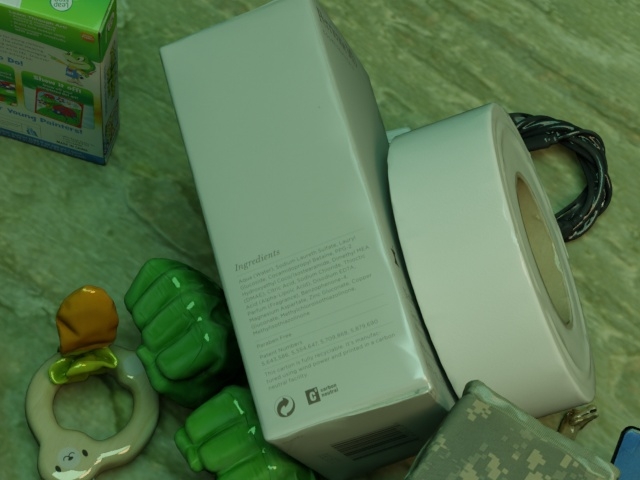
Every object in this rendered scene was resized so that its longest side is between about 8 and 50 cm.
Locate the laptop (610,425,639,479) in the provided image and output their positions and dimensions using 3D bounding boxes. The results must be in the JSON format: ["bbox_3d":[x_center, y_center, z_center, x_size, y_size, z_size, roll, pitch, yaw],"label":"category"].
[{"bbox_3d":[0.365,0.423,1.531,0.382,0.236,0.408,20,36,5],"label":"laptop"}]

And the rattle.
[{"bbox_3d":[-0.208,0.166,1.676,0.130,0.143,0.200,23,58,-13],"label":"rattle"}]

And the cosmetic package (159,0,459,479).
[{"bbox_3d":[0.000,0.000,1.659,0.156,0.217,0.385,-19,70,11],"label":"cosmetic package"}]

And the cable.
[{"bbox_3d":[0.203,-0.058,1.867,0.184,0.047,0.150,-32,66,-13],"label":"cable"}]

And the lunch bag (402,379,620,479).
[{"bbox_3d":[0.111,0.289,1.560,0.169,0.287,0.235,31,64,13],"label":"lunch bag"}]

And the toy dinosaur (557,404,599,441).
[{"bbox_3d":[0.188,0.213,1.739,0.183,0.053,0.093,-17,52,-20],"label":"toy dinosaur"}]

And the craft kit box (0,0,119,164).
[{"bbox_3d":[-0.316,-0.184,1.769,0.249,0.247,0.061,17,66,3],"label":"craft kit box"}]

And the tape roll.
[{"bbox_3d":[0.157,0.024,1.671,0.100,0.286,0.286,-19,65,14],"label":"tape roll"}]

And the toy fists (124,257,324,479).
[{"bbox_3d":[-0.092,0.140,1.685,0.096,0.142,0.279,-28,68,4],"label":"toy fists"}]

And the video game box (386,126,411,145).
[{"bbox_3d":[0.017,-0.002,1.819,0.205,0.048,0.187,-13,65,-10],"label":"video game box"}]
